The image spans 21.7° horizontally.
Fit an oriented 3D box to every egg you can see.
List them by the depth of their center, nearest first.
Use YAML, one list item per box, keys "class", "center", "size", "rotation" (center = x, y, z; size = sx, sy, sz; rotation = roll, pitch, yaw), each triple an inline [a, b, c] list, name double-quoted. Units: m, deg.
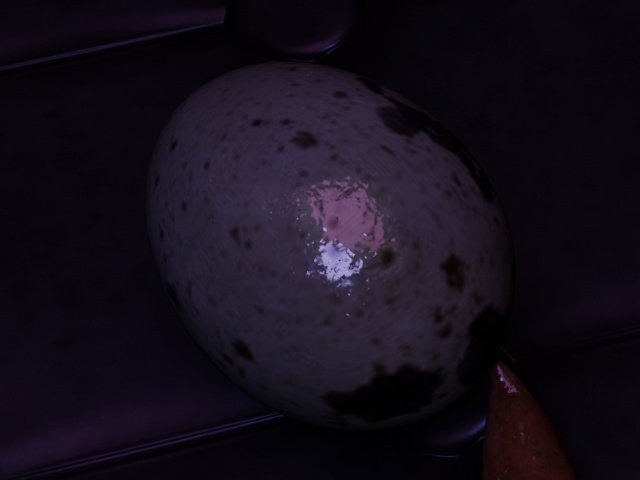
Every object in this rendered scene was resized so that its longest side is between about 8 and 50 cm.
- class: "egg"
  center: [0.000, 0.000, 1.448]
  size: [0.287, 0.287, 0.379]
  rotation: [-35, 46, -22]

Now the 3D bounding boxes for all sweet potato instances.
- class: "sweet potato"
  center: [0.171, 0.265, 1.355]
  size: [0.106, 0.095, 0.354]
  rotation: [31, 47, -31]
